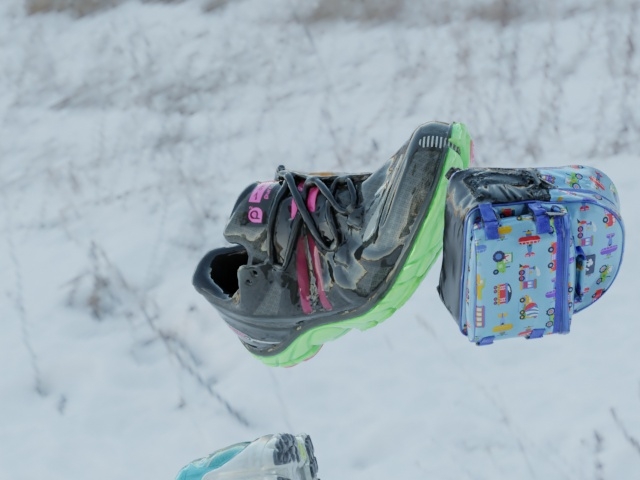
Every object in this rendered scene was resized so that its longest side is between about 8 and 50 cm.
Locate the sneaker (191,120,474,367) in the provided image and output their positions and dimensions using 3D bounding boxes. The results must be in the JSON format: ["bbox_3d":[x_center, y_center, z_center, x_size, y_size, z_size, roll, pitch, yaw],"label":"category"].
[{"bbox_3d":[0.000,0.000,1.793,0.483,0.202,0.185,-39,21,45],"label":"sneaker"}]

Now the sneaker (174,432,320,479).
[{"bbox_3d":[-0.057,0.222,1.358,0.110,0.275,0.107,-10,71,7],"label":"sneaker"}]

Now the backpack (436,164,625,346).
[{"bbox_3d":[0.204,0.011,1.413,0.173,0.158,0.117,-4,29,-12],"label":"backpack"}]
